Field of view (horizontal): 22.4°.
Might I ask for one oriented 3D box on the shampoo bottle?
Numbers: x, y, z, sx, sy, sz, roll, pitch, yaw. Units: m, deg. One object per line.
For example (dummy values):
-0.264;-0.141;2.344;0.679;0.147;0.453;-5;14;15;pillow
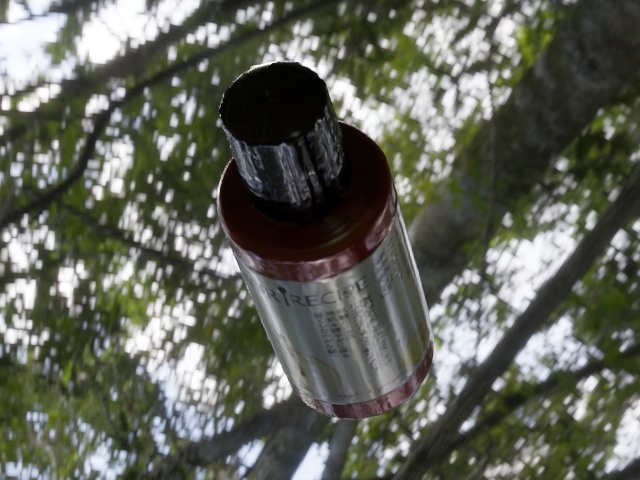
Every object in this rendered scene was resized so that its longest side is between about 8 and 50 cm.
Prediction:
0.000;0.000;0.968;0.104;0.278;0.104;-6;-125;9;shampoo bottle
